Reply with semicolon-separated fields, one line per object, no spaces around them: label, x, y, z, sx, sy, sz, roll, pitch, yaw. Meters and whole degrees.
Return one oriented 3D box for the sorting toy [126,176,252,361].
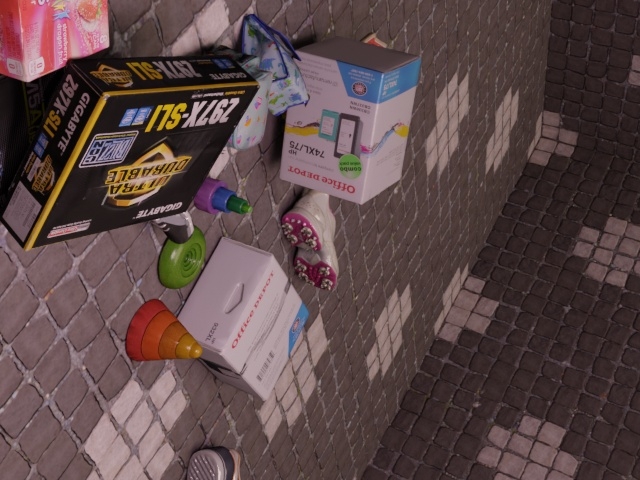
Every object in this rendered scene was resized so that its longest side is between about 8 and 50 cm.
sorting toy;-0.221;0.069;1.719;0.366;0.126;0.127;-67;157;-7

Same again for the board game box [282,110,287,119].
board game box;-0.018;-0.329;1.976;0.181;0.043;0.092;-47;148;-44

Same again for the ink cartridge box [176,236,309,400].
ink cartridge box;-0.156;0.167;1.939;0.223;0.129;0.307;-63;156;-19

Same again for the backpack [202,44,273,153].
backpack;-0.171;-0.227;1.580;0.188;0.144;0.166;-31;141;-53

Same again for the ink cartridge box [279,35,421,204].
ink cartridge box;0.059;-0.246;1.899;0.197;0.198;0.270;-35;138;-56

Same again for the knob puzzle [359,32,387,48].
knob puzzle;0.107;-0.395;2.231;0.213;0.030;0.213;-48;149;-43

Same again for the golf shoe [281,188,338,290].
golf shoe;0.000;0.000;2.196;0.306;0.115;0.140;78;34;-53

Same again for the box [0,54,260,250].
box;-0.253;-0.128;1.288;0.322;0.079;0.257;-18;147;-57

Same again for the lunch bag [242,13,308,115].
lunch bag;-0.089;-0.326;1.726;0.129;0.096;0.151;42;26;-68

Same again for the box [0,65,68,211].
box;-0.395;-0.149;1.251;0.184;0.045;0.191;-40;143;-48

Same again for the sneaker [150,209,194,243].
sneaker;-0.296;-0.048;1.528;0.132;0.086;0.229;-52;141;-29

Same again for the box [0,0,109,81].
box;-0.346;-0.355;1.069;0.154;0.142;0.300;-42;145;-49

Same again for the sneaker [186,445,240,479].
sneaker;-0.244;0.614;2.098;0.127;0.126;0.321;2;105;-61
